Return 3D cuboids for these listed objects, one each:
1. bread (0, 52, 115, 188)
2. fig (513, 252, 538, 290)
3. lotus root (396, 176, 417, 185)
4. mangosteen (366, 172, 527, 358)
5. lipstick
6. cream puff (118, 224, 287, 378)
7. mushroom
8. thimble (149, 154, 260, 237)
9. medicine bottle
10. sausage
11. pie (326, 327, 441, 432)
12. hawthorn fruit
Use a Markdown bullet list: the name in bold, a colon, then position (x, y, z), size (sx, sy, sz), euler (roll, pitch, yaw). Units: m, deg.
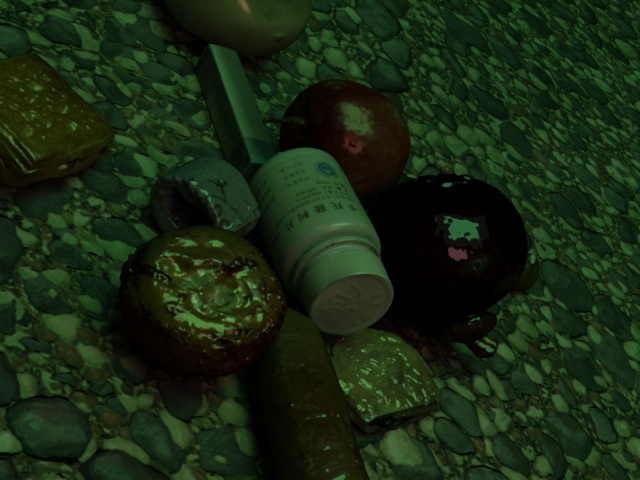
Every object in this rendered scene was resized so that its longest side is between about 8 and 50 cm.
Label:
- **bread**: position (-0.445, -0.174, 1.605), size (0.210, 0.099, 0.235), euler (43, 30, 3)
- **fig**: position (0.395, 0.056, 2.086), size (0.074, 0.088, 0.074), euler (10, 54, -14)
- **lotus root**: position (0.204, -0.056, 2.056), size (0.183, 0.078, 0.203), euler (-13, 60, -47)
- **mangosteen**: position (0.203, 0.029, 1.809), size (0.297, 0.293, 0.297), euler (4, 34, -2)
- **lipstick**: position (-0.154, -0.228, 1.942), size (0.068, 0.066, 0.317), euler (9, 44, -34)
- **cream puff**: position (-0.171, 0.088, 1.488), size (0.240, 0.164, 0.240), euler (11, 57, -17)
- **mushroom**: position (-0.144, -0.538, 2.072), size (0.314, 0.336, 0.314), euler (17, 37, -14)
- **thimble**: position (-0.179, -0.054, 1.669), size (0.151, 0.127, 0.118), euler (53, 38, -1)
- **medicine bottle**: position (0.000, 0.000, 1.688), size (0.170, 0.170, 0.293), euler (10, 38, -33)
- **sausage**: position (-0.006, 0.281, 1.443), size (0.136, 0.123, 0.501), euler (43, 21, -47)
- **pie**: position (0.091, 0.210, 1.676), size (0.218, 0.052, 0.185), euler (-4, 54, -41)
- **hawthorn fruit**: position (0.041, -0.185, 1.896), size (0.231, 0.263, 0.235), euler (-10, 37, 7)
